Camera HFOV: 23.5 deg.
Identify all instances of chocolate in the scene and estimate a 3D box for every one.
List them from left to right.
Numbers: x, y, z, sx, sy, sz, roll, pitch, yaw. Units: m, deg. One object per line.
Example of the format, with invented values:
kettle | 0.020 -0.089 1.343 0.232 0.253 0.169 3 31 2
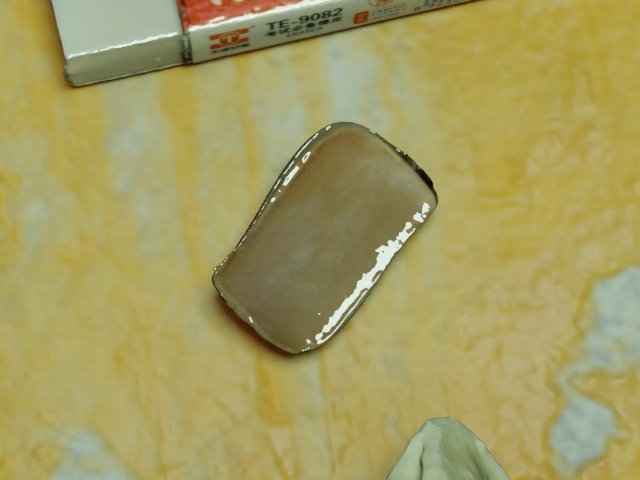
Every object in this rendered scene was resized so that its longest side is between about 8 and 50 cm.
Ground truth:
chocolate | 0.000 0.000 0.662 0.064 0.031 0.101 36 79 -8

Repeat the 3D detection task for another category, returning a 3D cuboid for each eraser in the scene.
eraser | -0.021 -0.170 0.710 0.230 0.038 0.157 -13 74 -5

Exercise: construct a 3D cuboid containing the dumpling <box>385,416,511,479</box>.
dumpling | 0.058 0.181 0.563 0.126 0.166 0.216 -41 33 24
